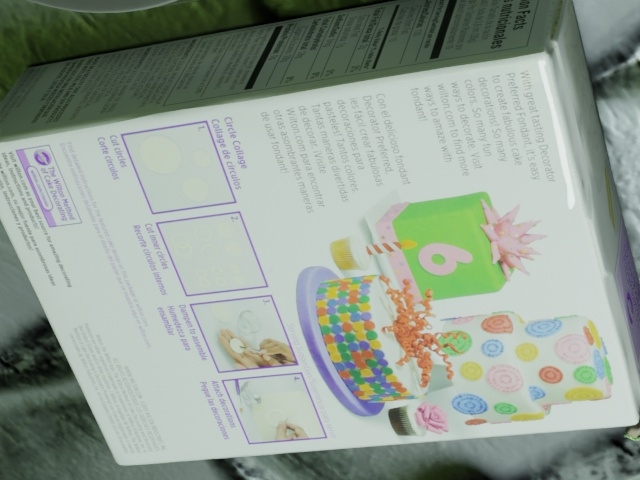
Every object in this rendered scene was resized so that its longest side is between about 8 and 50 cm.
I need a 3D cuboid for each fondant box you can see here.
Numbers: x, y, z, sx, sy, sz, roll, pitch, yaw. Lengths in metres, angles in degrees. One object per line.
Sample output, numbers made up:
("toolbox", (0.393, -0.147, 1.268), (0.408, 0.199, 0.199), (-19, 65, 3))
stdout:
("fondant box", (0.000, 0.000, 0.905), (0.330, 0.096, 0.238), (-7, 123, 21))

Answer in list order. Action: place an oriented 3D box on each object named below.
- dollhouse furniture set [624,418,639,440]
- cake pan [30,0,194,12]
("dollhouse furniture set", (0.237, 0.058, 0.891), (0.058, 0.076, 0.151), (30, 126, -6))
("cake pan", (-0.125, -0.238, 0.796), (0.293, 0.054, 0.293), (8, 126, 11))
